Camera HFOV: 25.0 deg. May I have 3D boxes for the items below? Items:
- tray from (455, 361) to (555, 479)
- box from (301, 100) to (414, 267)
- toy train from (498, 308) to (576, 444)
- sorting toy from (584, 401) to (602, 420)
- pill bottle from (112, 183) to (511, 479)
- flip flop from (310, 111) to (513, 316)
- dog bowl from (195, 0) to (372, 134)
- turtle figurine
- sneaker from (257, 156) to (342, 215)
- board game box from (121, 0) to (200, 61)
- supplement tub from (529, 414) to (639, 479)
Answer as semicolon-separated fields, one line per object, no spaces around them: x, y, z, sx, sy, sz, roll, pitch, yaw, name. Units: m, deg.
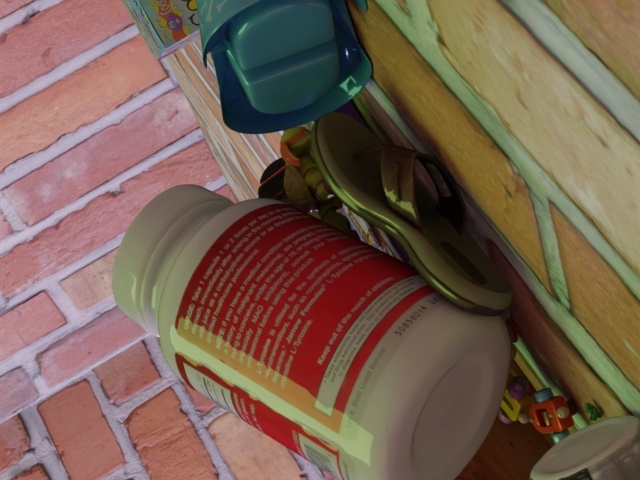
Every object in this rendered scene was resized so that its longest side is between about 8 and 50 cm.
0.185;0.269;1.646;0.411;0.202;0.076;56;174;31;tray
0.065;-0.048;1.783;0.293;0.057;0.201;58;172;12;box
0.217;0.135;1.524;0.166;0.046;0.125;66;154;7;toy train
0.282;0.191;1.390;0.083;0.012;0.062;56;179;3;sorting toy
-0.021;0.094;1.533;0.407;0.229;0.229;28;157;32;pill bottle
0.099;-0.039;1.435;0.277;0.112;0.080;49;125;27;flip flop
-0.040;-0.204;1.449;0.297;0.165;0.074;76;173;-70;dog bowl
0.005;-0.045;1.649;0.217;0.087;0.269;65;168;-20;turtle figurine
0.000;0.001;2.291;0.314;0.116;0.136;55;174;32;sneaker
-0.203;-0.358;2.066;0.144;0.142;0.275;60;174;-8;board game box
0.277;0.261;1.273;0.190;0.117;0.117;60;174;-6;supplement tub
